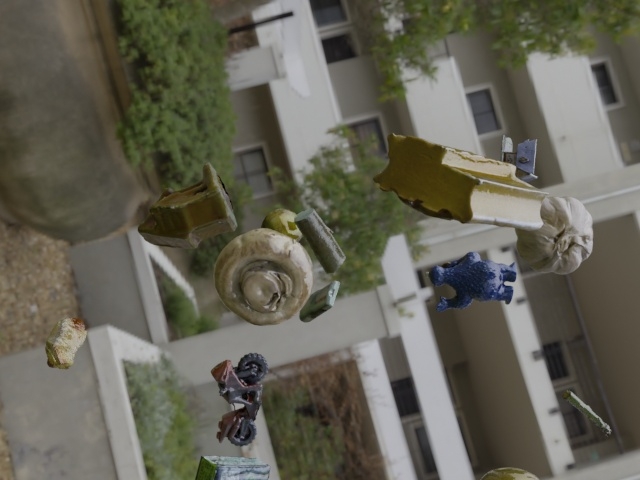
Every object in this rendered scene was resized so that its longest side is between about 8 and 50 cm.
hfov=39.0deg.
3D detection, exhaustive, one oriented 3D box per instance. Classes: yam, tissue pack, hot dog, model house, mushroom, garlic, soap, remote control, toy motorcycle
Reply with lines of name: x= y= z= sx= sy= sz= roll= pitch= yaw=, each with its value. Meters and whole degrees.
yam: x=0.000 y=0.000 z=1.796 sx=0.132 sy=0.054 sz=0.054 roll=57 pitch=-1 yaw=-11
tissue pack: x=-0.210 y=0.592 z=1.973 sx=0.073 sy=0.173 sz=0.236 roll=13 pitch=-91 yaw=44
hot dog: x=-0.550 y=0.224 z=1.917 sx=0.078 sy=0.061 sz=0.169 roll=47 pitch=20 yaw=-16
model house: x=0.542 y=-0.200 z=2.461 sx=0.117 sy=0.088 sz=0.167 roll=12 pitch=84 yaw=-64
model house: x=-0.338 y=-0.075 z=2.210 sx=0.268 sy=0.239 sz=0.173 roll=74 pitch=-7 yaw=-73
mushroom: x=-0.092 y=0.061 z=1.492 sx=0.127 sy=0.166 sz=0.166 roll=-109 pitch=-175 yaw=-75
garlic: x=0.631 y=-0.013 z=2.419 sx=0.152 sy=0.227 sz=0.228 roll=-166 pitch=-119 yaw=-77
soap: x=0.292 y=-0.109 z=1.836 sx=0.259 sy=0.281 sz=0.143 roll=30 pitch=-75 yaw=38
remote control: x=-0.005 y=0.135 z=1.972 sx=0.166 sy=0.029 sz=0.065 roll=-40 pitch=-153 yaw=63
toy motorcycle: x=-0.181 y=0.333 z=1.903 sx=0.084 sy=0.118 sz=0.212 roll=-129 pitch=-133 yaw=-69

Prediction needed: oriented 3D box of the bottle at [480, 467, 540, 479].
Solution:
bottle: x=0.365 y=0.615 z=1.731 sx=0.171 sy=0.171 sz=0.351 roll=133 pitch=-39 yaw=-85

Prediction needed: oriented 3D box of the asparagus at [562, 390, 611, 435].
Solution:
asparagus: x=0.571 y=0.370 z=1.914 sx=0.248 sy=0.024 sz=0.025 roll=39 pitch=19 yaw=-42

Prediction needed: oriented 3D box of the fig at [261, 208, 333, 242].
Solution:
fig: x=-0.061 y=-0.022 z=1.976 sx=0.166 sy=0.093 sz=0.093 roll=0 pitch=71 yaw=-52

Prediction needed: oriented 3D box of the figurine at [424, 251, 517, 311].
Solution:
figurine: x=0.434 y=0.113 z=2.593 sx=0.121 sy=0.262 sz=0.164 roll=49 pitch=34 yaw=-82
